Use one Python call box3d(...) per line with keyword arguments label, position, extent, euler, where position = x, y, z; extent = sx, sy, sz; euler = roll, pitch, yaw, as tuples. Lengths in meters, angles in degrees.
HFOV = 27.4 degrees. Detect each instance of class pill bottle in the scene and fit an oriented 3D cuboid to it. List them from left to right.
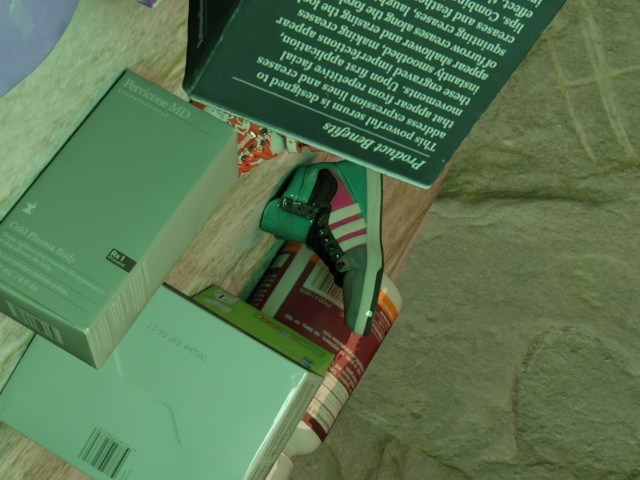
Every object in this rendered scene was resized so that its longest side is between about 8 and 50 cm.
box3d(label="pill bottle", position=(-0.053, 0.204, 2.107), extent=(0.392, 0.224, 0.224), euler=(-57, 169, -18))

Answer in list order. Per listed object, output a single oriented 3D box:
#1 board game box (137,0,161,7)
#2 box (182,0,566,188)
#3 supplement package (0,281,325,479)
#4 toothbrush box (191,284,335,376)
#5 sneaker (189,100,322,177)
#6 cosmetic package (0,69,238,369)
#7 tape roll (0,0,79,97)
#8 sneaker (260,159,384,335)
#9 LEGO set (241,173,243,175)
box3d(label="board game box", position=(-0.110, -0.295, 0.736), extent=(0.142, 0.144, 0.275), euler=(-54, 167, -32))
box3d(label="box", position=(0.074, -0.293, 0.960), extent=(0.395, 0.212, 0.293), euler=(-55, -154, 33))
box3d(label="supplement package", position=(-0.163, 0.161, 1.364), extent=(0.204, 0.262, 0.145), euler=(-60, 169, -3))
box3d(label="toothbrush box", position=(-0.130, 0.184, 1.743), extent=(0.122, 0.206, 0.283), euler=(-63, 170, 16))
box3d(label="sneaker", position=(-0.071, -0.109, 1.409), extent=(0.270, 0.145, 0.090), euler=(-61, 170, 3))
box3d(label="cosmetic package", position=(-0.184, -0.021, 1.167), extent=(0.238, 0.127, 0.107), euler=(-58, 169, -22))
box3d(label="tape roll", position=(-0.201, -0.145, 0.575), extent=(0.189, 0.189, 0.080), euler=(-58, 168, -16))
box3d(label="sneaker", position=(0.000, 0.000, 1.938), extent=(0.123, 0.179, 0.295), euler=(103, -10, -56))
box3d(label="LEGO set", position=(-0.049, -0.139, 1.574), extent=(0.227, 0.093, 0.087), euler=(-43, 159, -59))
